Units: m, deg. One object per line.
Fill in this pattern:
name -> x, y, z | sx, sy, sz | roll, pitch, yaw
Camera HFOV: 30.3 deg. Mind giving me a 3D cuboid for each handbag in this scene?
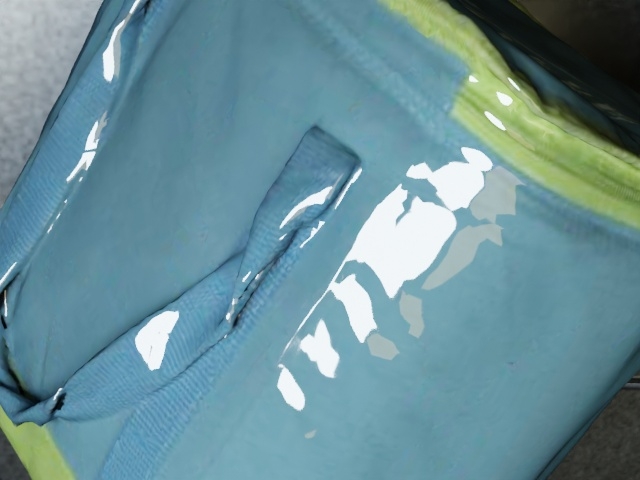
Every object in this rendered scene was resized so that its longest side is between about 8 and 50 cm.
handbag -> 0.000, 0.000, 0.478 | 0.222, 0.263, 0.241 | 15, 118, -46
